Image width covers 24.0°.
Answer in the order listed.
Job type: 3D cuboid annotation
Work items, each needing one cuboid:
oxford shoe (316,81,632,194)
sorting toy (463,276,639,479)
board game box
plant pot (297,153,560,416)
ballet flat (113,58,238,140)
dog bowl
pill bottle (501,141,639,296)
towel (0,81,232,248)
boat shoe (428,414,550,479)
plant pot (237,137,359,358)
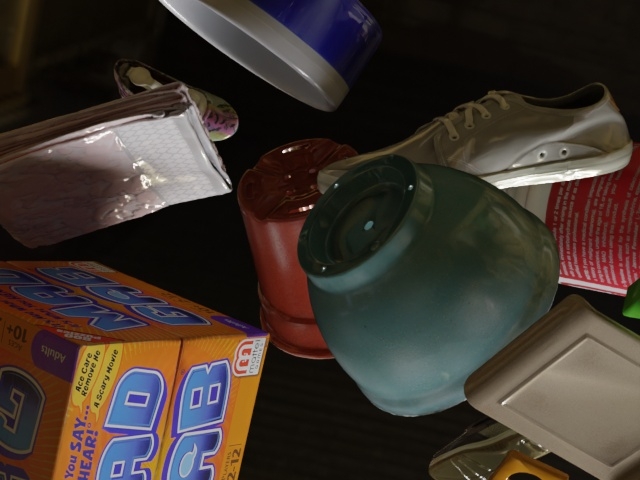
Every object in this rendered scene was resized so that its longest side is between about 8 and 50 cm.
[{"bbox_3d":[0.209,-0.134,2.053,0.450,0.130,0.169,-10,-163,-10],"label":"oxford shoe"},{"bbox_3d":[0.256,0.138,1.369,0.196,0.347,0.047,34,-136,-11],"label":"sorting toy"},{"bbox_3d":[-0.344,0.245,2.022,0.356,0.356,0.356,19,-169,36],"label":"board game box"},{"bbox_3d":[0.098,0.024,1.718,0.196,0.293,0.293,44,178,-31],"label":"plant pot"},{"bbox_3d":[-0.222,-0.210,2.211,0.222,0.077,0.079,28,171,27],"label":"ballet flat"},{"bbox_3d":[-0.064,-0.261,1.702,0.265,0.104,0.265,34,177,2],"label":"dog bowl"},{"bbox_3d":[0.450,-0.032,2.217,0.408,0.229,0.229,11,-168,32],"label":"pill bottle"},{"bbox_3d":[-0.292,-0.086,1.969,0.317,0.053,0.332,-16,162,2],"label":"towel"},{"bbox_3d":[0.240,0.261,1.996,0.080,0.224,0.073,38,-140,-29],"label":"boat shoe"},{"bbox_3d":[0.000,0.000,2.381,0.273,0.265,0.272,-11,-141,9],"label":"plant pot"}]
